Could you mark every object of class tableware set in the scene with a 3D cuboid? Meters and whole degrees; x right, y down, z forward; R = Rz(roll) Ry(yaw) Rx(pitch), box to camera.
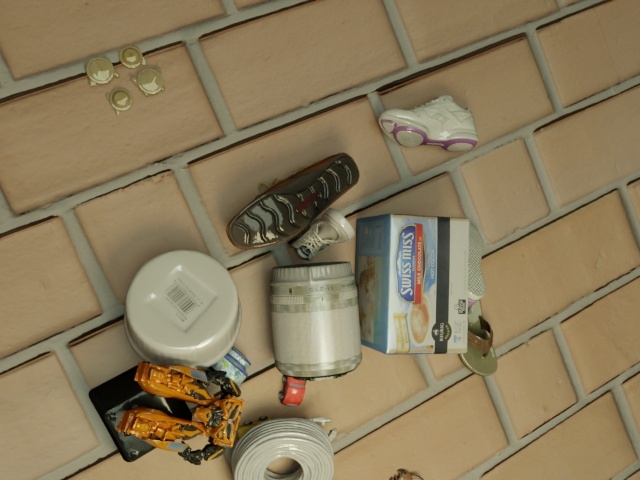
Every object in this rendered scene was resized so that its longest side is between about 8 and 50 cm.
[{"bbox_3d":[-0.474,-0.398,1.457,0.168,0.020,0.141,-33,98,-16],"label":"tableware set"}]

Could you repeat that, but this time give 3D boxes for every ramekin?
[{"bbox_3d":[-0.316,0.155,1.385,0.276,0.135,0.278,5,65,-10],"label":"ramekin"}]

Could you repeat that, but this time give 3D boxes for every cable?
[{"bbox_3d":[-0.091,0.557,1.482,0.256,0.089,0.257,6,111,-13],"label":"cable"}]

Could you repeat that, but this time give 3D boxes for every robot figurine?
[{"bbox_3d":[-0.284,0.373,1.304,0.291,0.085,0.211,29,67,-39],"label":"robot figurine"}]

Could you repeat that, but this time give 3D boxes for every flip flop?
[{"bbox_3d":[0.445,0.255,1.709,0.112,0.080,0.277,-12,92,-18],"label":"flip flop"}]

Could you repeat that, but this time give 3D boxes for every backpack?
[{"bbox_3d":[-0.224,0.307,1.473,0.105,0.114,0.084,43,77,-12],"label":"backpack"}]

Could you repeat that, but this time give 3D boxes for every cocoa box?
[{"bbox_3d":[0.230,0.110,1.563,0.227,0.231,0.348,3,88,-18],"label":"cocoa box"}]

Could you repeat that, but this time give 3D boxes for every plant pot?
[{"bbox_3d":[-0.409,0.400,1.385,0.188,0.167,0.188,-28,98,-18],"label":"plant pot"}]

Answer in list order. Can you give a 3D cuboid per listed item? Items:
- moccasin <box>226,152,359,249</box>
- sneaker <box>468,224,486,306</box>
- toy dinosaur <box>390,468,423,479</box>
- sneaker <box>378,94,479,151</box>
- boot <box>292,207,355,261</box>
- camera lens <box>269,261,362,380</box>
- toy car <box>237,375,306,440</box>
[{"bbox_3d":[-0.078,-0.104,1.522,0.380,0.147,0.139,-41,108,-21],"label":"moccasin"},{"bbox_3d":[0.374,0.080,1.678,0.102,0.161,0.282,22,47,-11],"label":"sneaker"},{"bbox_3d":[0.261,0.796,1.622,0.200,0.127,0.296,-33,104,-23],"label":"toy dinosaur"},{"bbox_3d":[0.297,-0.337,1.675,0.304,0.114,0.152,6,73,-22],"label":"sneaker"},{"bbox_3d":[0.000,0.000,1.480,0.123,0.258,0.095,-43,90,-11],"label":"boot"},{"bbox_3d":[-0.012,0.197,1.490,0.219,0.219,0.275,-5,90,-18],"label":"camera lens"},{"bbox_3d":[-0.067,0.484,1.552,0.225,0.053,0.239,46,77,-12],"label":"toy car"}]
